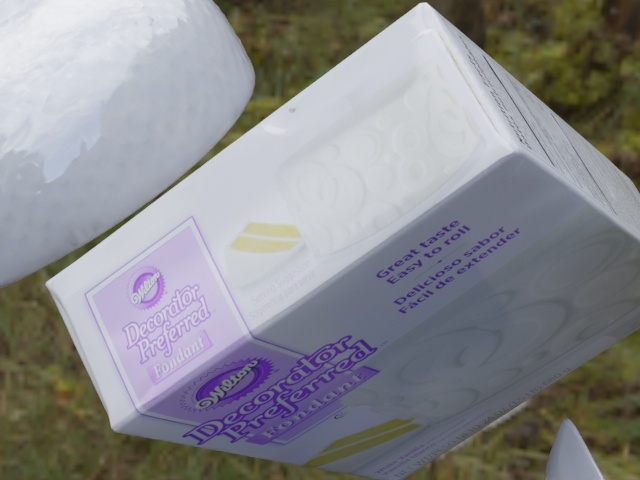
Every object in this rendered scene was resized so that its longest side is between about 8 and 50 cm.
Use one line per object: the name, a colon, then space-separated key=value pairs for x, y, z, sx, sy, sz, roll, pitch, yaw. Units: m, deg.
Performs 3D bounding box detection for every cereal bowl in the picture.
cereal bowl: x=-0.221 y=-0.099 z=1.075 sx=0.339 sy=0.141 sz=0.339 roll=-22 pitch=24 yaw=11

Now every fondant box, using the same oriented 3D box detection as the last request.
fondant box: x=0.047 y=0.025 z=0.860 sx=0.330 sy=0.238 sz=0.096 roll=26 pitch=33 yaw=-59

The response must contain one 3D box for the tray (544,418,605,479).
tray: x=0.156 y=0.245 z=0.962 sx=0.030 sy=0.270 sz=0.145 roll=-13 pitch=47 yaw=-11
